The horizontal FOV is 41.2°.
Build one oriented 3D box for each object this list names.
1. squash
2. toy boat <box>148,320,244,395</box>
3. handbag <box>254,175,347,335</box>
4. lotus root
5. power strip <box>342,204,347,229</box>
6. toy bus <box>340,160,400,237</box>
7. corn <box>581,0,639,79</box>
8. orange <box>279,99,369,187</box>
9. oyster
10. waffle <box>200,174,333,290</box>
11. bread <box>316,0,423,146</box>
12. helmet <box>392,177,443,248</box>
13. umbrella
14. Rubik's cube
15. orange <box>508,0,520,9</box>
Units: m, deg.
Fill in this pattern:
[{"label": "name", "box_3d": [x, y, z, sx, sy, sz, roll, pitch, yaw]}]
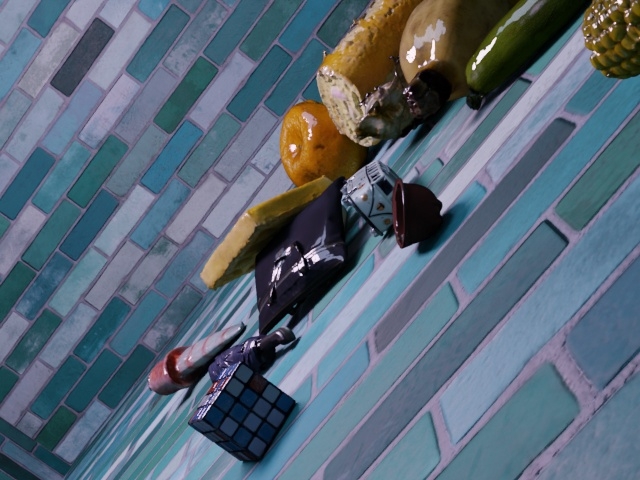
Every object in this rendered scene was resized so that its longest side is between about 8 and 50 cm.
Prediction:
[{"label": "squash", "box_3d": [0.301, -0.306, 1.214, 0.318, 0.080, 0.071, -48, 46, 34]}, {"label": "toy boat", "box_3d": [-0.267, 0.254, 2.006, 0.282, 0.096, 0.206, -38, -1, 27]}, {"label": "handbag", "box_3d": [-0.033, 0.033, 1.482, 0.254, 0.088, 0.211, -44, 29, 32]}, {"label": "lotus root", "box_3d": [0.213, -0.310, 1.386, 0.183, 0.182, 0.310, -44, 14, 47]}, {"label": "power strip", "box_3d": [0.000, 0.000, 1.674, 0.118, 0.046, 0.270, -50, 9, 16]}, {"label": "toy bus", "box_3d": [0.089, -0.071, 1.345, 0.089, 0.087, 0.194, -41, 9, 9]}, {"label": "corn", "box_3d": [0.326, -0.243, 0.668, 0.115, 0.115, 0.318, -58, 9, -35]}, {"label": "orange", "box_3d": [0.018, -0.218, 2.039, 0.249, 0.183, 0.249, 173, 90, -65]}, {"label": "oyster", "box_3d": [0.178, -0.305, 1.666, 0.197, 0.133, 0.337, -28, 17, 47]}, {"label": "waffle", "box_3d": [-0.100, -0.014, 1.639, 0.221, 0.055, 0.248, -25, -16, -42]}, {"label": "bread", "box_3d": [0.151, -0.410, 1.849, 0.375, 0.165, 0.237, -52, -35, -16]}, {"label": "helmet", "box_3d": [0.125, -0.036, 1.070, 0.111, 0.057, 0.089, -123, 28, -86]}, {"label": "umbrella", "box_3d": [-0.111, 0.191, 1.435, 0.248, 0.071, 0.071, -39, 15, 45]}, {"label": "Rubik's cube", "box_3d": [-0.104, 0.225, 1.111, 0.092, 0.092, 0.092, -55, 8, -23]}, {"label": "orange", "box_3d": [0.310, -0.524, 1.536, 0.240, 0.240, 0.240, -51, 8, 10]}]
